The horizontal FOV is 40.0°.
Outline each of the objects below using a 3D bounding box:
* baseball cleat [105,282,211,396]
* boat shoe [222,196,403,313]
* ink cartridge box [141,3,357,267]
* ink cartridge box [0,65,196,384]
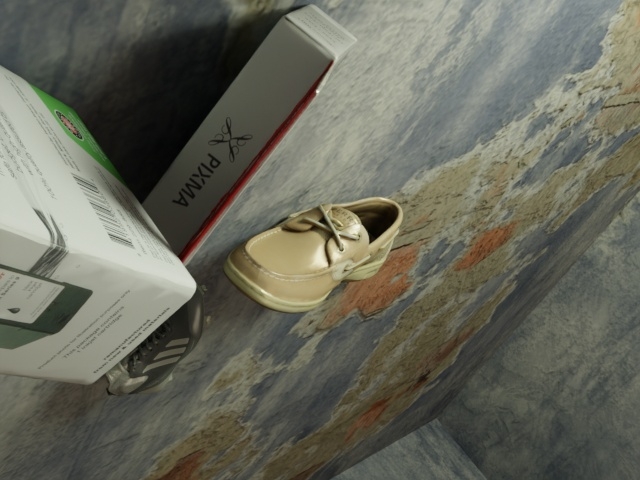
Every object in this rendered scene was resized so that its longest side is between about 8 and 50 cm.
[{"bbox_3d":[-0.213,0.133,1.094,0.109,0.072,0.206,-9,139,-41],"label":"baseball cleat"},{"bbox_3d":[0.000,0.000,1.135,0.110,0.122,0.341,-57,163,25],"label":"boat shoe"},{"bbox_3d":[-0.093,-0.063,0.770,0.296,0.066,0.261,-50,-174,20],"label":"ink cartridge box"},{"bbox_3d":[-0.239,-0.032,0.566,0.121,0.211,0.289,-41,157,7],"label":"ink cartridge box"}]
